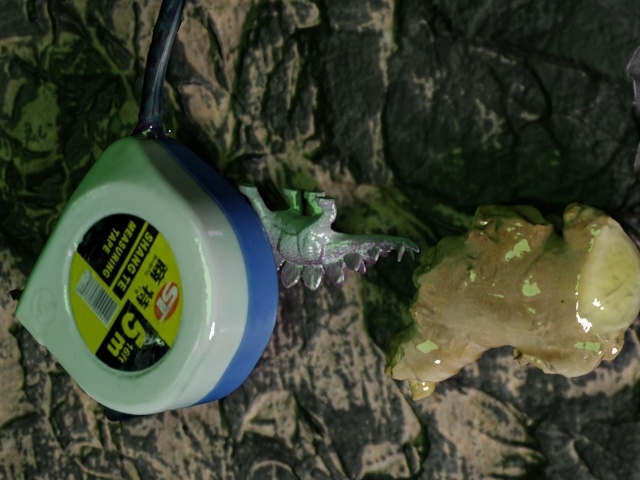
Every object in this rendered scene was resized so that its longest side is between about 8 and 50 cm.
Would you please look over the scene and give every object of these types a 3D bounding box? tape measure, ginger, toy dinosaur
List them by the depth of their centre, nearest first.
[{"bbox_3d":[0.134,0.041,1.365,0.213,0.074,0.137,-12,86,35],"label":"ginger"},{"bbox_3d":[0.002,0.000,1.449,0.209,0.039,0.082,8,104,40],"label":"toy dinosaur"},{"bbox_3d":[-0.108,-0.020,1.457,0.215,0.098,0.351,45,121,27],"label":"tape measure"}]
